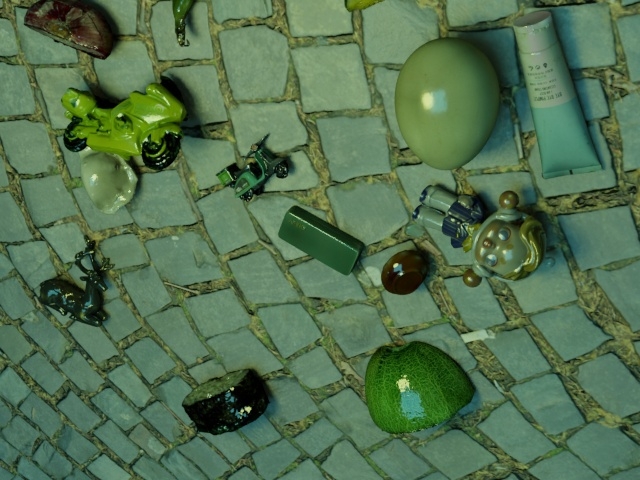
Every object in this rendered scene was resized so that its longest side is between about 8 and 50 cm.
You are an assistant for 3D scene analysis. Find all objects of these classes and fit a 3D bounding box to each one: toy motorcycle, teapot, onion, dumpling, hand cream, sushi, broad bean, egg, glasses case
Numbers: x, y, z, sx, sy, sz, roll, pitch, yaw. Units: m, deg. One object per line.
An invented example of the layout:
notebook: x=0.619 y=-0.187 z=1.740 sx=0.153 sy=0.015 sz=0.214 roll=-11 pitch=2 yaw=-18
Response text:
toy motorcycle: x=-0.417 y=-0.266 z=1.996 sx=0.342 sy=0.206 sz=0.142 roll=13 pitch=154 yaw=31
teapot: x=0.172 y=0.064 z=1.940 sx=0.098 sy=0.078 sz=0.129 roll=-4 pitch=140 yaw=-15
onion: x=-0.531 y=-0.467 z=1.987 sx=0.206 sy=0.151 sz=0.098 roll=22 pitch=91 yaw=2
dumpling: x=-0.490 y=-0.155 z=2.138 sx=0.127 sy=0.108 sz=0.188 roll=-14 pitch=96 yaw=5
hand cream: x=0.421 y=-0.254 z=1.653 sx=0.111 sy=0.070 sz=0.312 roll=-6 pitch=121 yaw=28
sushi: x=-0.235 y=0.409 z=2.299 sx=0.225 sy=0.124 sz=0.127 roll=-22 pitch=105 yaw=34
broad bean: x=-0.209 y=-0.504 z=1.806 sx=0.292 sy=0.049 sz=0.144 roll=-25 pitch=79 yaw=42
toy motorcycle: x=-0.142 y=-0.150 z=1.987 sx=0.173 sy=0.058 sz=0.100 roll=-31 pitch=94 yaw=38
egg: x=0.228 y=-0.243 z=1.666 sx=0.188 sy=0.188 sz=0.254 roll=10 pitch=127 yaw=22
glasses case: x=0.000 y=0.000 z=2.007 sx=0.184 sy=0.039 sz=0.078 roll=30 pitch=126 yaw=10

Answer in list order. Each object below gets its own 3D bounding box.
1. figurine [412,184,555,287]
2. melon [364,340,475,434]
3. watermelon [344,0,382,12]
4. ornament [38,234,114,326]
figurine: x=0.311 y=-0.006 z=1.800 sx=0.274 sy=0.133 sz=0.194 roll=6 pitch=96 yaw=31
melon: x=0.184 y=0.325 z=2.043 sx=0.265 sy=0.129 sz=0.169 roll=-15 pitch=106 yaw=33
watermelon: x=0.155 y=-0.497 z=1.640 sx=0.301 sy=0.123 sz=0.129 roll=-10 pitch=143 yaw=30
ornament: x=-0.625 y=0.089 z=2.352 sx=0.202 sy=0.080 sz=0.236 roll=24 pitch=127 yaw=10
